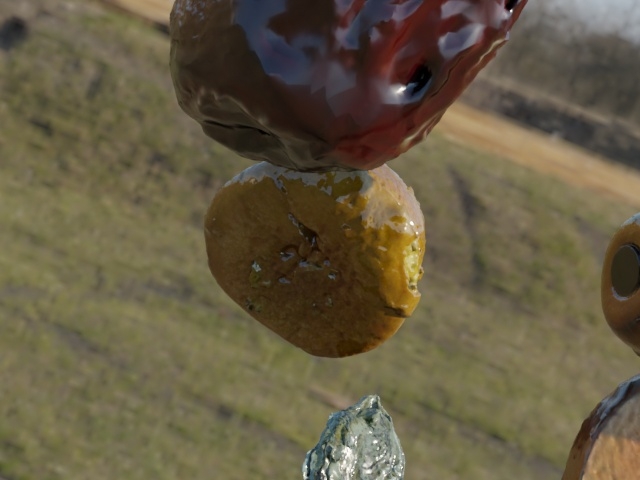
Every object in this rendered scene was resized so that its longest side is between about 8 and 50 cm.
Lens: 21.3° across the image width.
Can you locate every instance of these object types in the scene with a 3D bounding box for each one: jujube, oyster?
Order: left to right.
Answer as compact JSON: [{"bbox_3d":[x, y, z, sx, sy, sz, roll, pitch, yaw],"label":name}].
[{"bbox_3d":[0.040,0.260,1.994,0.064,0.125,0.177,-25,6,44],"label":"oyster"},{"bbox_3d":[0.036,-0.218,1.450,0.258,0.376,0.258,40,6,-5],"label":"jujube"}]

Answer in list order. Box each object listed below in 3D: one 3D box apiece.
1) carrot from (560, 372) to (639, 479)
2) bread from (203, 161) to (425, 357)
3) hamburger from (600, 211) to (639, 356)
[{"bbox_3d":[0.300,0.244,1.319,0.258,0.307,0.100,-26,4,-20],"label":"carrot"},{"bbox_3d":[0.000,0.000,1.989,0.268,0.268,0.145,23,30,5],"label":"bread"},{"bbox_3d":[0.483,0.059,2.366,0.147,0.237,0.237,11,11,-21],"label":"hamburger"}]
